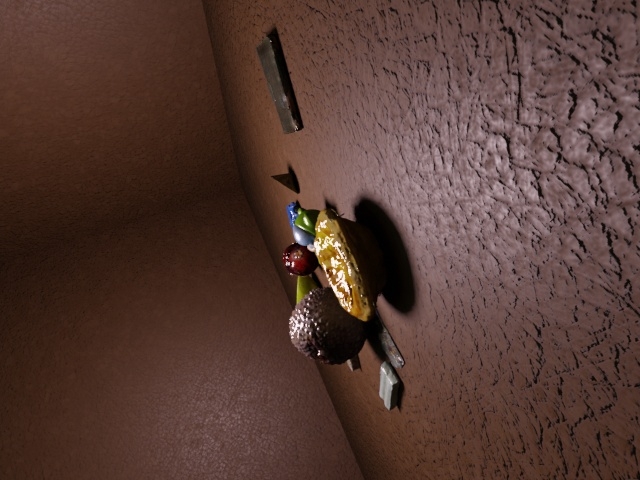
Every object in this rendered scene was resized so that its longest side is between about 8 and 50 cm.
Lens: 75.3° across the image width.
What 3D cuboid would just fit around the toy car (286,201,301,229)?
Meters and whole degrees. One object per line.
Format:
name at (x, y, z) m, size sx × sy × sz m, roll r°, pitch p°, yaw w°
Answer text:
toy car at (-0.104, -0.073, 1.929) m, size 0.103 × 0.063 × 0.216 m, roll 158°, pitch 91°, yaw -77°

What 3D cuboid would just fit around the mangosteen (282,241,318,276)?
mangosteen at (-0.087, 0.095, 1.891) m, size 0.180 × 0.166 × 0.166 m, roll 74°, pitch 169°, yaw -54°

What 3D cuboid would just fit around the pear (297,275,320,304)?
pear at (-0.054, 0.278, 2.123) m, size 0.288 × 0.139 × 0.239 m, roll 85°, pitch 176°, yaw -61°

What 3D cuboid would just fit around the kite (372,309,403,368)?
kite at (0.202, 0.303, 1.350) m, size 0.141 × 0.015 × 0.245 m, roll 108°, pitch 139°, yaw -66°

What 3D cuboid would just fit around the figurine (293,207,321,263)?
figurine at (0.000, 0.000, 1.484) m, size 0.263 × 0.143 × 0.162 m, roll 57°, pitch -179°, yaw -24°

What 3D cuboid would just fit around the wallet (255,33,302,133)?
wallet at (-0.141, -0.533, 1.445) m, size 0.169 × 0.044 × 0.316 m, roll 25°, pitch 136°, yaw 67°

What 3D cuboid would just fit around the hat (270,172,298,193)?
hat at (-0.142, -0.269, 1.820) m, size 0.146 × 0.067 × 0.146 m, roll 32°, pitch -175°, yaw -3°

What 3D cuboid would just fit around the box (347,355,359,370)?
box at (0.141, 0.530, 1.864) m, size 0.062 × 0.045 × 0.098 m, roll -131°, pitch 26°, yaw -59°

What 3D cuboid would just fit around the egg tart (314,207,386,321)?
egg tart at (0.093, 0.060, 1.170) m, size 0.341 × 0.132 × 0.341 m, roll 159°, pitch 90°, yaw -76°

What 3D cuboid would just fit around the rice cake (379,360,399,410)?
rice cake at (0.239, 0.513, 1.450) m, size 0.226 × 0.040 × 0.085 m, roll 84°, pitch 161°, yaw -46°

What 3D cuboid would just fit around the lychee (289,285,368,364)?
lychee at (0.033, 0.297, 1.483) m, size 0.300 × 0.300 × 0.299 m, roll 160°, pitch 90°, yaw -77°
